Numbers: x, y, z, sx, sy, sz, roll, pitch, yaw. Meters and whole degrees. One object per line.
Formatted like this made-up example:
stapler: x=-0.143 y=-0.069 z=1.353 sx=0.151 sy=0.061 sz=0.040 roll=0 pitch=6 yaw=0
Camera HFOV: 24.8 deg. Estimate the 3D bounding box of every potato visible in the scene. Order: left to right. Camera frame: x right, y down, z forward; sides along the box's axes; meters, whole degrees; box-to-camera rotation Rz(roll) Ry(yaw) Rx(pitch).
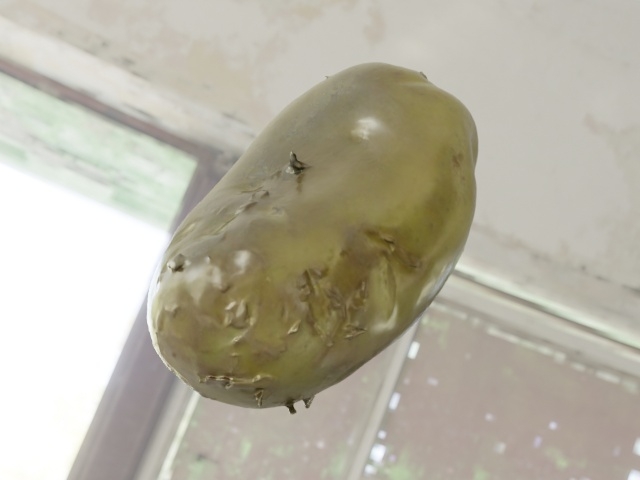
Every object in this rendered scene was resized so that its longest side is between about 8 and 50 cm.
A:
potato: x=0.000 y=0.000 z=0.485 sx=0.091 sy=0.138 sz=0.070 roll=15 pitch=-39 yaw=44
